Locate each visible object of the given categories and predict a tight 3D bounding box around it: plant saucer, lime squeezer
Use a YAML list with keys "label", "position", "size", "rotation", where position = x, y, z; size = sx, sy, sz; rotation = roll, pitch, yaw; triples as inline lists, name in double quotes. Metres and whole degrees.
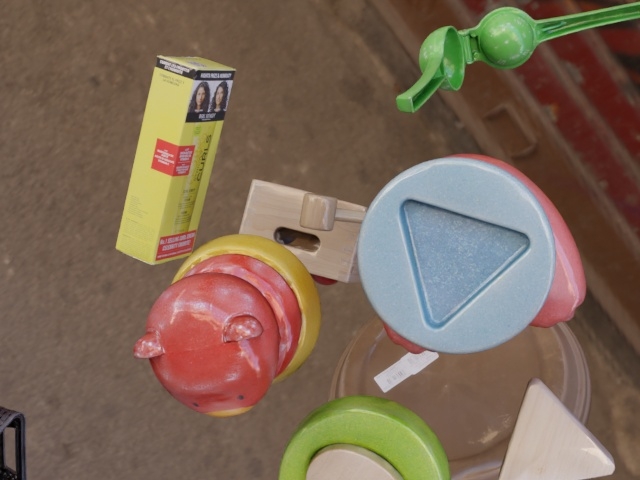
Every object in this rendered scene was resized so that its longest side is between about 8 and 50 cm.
- label: "plant saucer"
  position: [0.136, 0.151, 1.122]
  size: [0.041, 0.278, 0.277]
  rotation: [63, 32, -49]
- label: "lime squeezer"
  position: [0.157, -0.173, 0.952]
  size: [0.310, 0.110, 0.058]
  rotation: [-23, 97, -30]

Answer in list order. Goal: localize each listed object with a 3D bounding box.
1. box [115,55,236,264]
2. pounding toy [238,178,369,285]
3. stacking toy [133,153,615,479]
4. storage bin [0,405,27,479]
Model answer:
- label: "box"
  position: [-0.167, -0.093, 1.249]
  size: [0.058, 0.232, 0.087]
  rotation: [23, 16, 23]
- label: "pounding toy"
  position: [0.007, 0.002, 1.136]
  size: [0.206, 0.181, 0.094]
  rotation: [7, 98, -76]
- label: "stacking toy"
  position: [0.045, 0.098, 0.757]
  size: [0.279, 0.309, 0.130]
  rotation: [66, 14, -2]
- label: "storage bin"
  position: [-0.356, 0.239, 1.012]
  size: [0.084, 0.122, 0.180]
  rotation: [15, 30, 12]
